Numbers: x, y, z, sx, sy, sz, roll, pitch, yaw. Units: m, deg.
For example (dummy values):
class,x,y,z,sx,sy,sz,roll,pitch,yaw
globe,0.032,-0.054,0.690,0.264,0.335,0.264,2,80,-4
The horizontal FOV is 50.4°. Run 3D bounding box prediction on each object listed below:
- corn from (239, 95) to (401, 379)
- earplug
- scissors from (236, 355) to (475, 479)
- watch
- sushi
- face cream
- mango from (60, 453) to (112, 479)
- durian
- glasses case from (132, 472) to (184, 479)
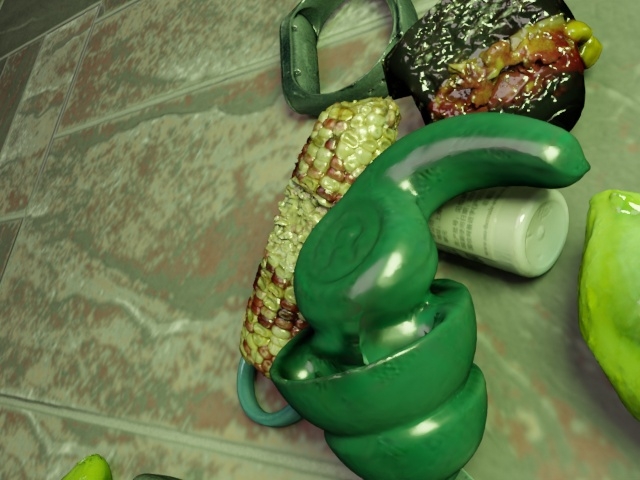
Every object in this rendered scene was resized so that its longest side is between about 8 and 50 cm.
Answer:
class,x,y,z,sx,sy,sz,roll,pitch,yaw
corn,0.000,0.000,0.643,0.098,0.098,0.290,35,111,47
earplug,0.079,0.056,0.538,0.164,0.257,0.280,-166,59,-72
scissors,0.062,0.174,0.627,0.447,0.029,0.193,35,95,48
watch,0.035,-0.258,0.859,0.192,0.068,0.207,-18,61,33
sushi,0.167,-0.149,0.620,0.172,0.153,0.150,-30,66,1
face cream,0.103,-0.037,0.663,0.269,0.082,0.082,22,84,48
mango,-0.329,0.351,0.873,0.091,0.074,0.165,22,84,49
durian,0.256,0.067,0.446,0.139,0.101,0.250,-38,52,22
glasses case,-0.199,0.419,0.714,0.131,0.074,0.323,6,73,44
